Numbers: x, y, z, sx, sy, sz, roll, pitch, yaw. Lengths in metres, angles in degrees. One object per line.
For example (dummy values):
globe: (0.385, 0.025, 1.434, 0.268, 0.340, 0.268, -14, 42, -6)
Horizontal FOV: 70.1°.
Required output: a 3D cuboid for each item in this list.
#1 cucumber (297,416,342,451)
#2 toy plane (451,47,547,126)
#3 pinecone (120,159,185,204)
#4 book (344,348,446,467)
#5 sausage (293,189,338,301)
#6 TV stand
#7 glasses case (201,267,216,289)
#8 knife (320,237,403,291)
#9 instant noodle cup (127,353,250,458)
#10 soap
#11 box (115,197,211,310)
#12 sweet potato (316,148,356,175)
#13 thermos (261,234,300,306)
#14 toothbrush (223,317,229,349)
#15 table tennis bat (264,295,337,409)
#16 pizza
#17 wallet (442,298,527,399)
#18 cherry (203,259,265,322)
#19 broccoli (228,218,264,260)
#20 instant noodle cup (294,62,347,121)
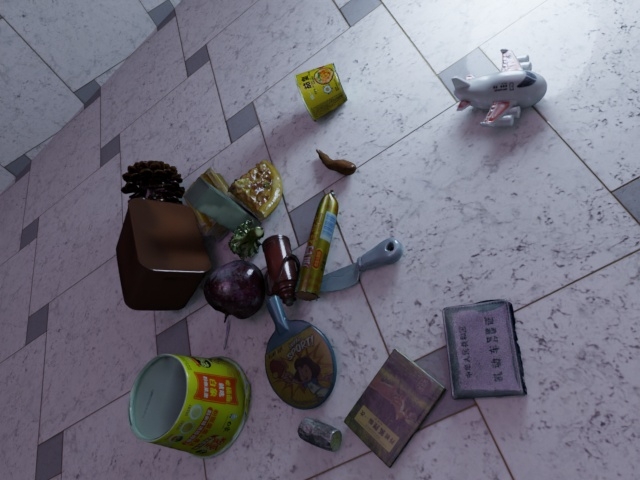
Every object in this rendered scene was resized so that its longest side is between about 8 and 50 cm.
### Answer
cucumber: (-0.002, 0.495, 1.162, 0.111, 0.064, 0.064, 12, 73, 33)
toy plane: (0.496, -0.423, 1.276, 0.251, 0.118, 0.253, -13, 62, 26)
pinecone: (-0.663, -0.180, 1.835, 0.246, 0.246, 0.292, -31, 64, 16)
book: (0.178, 0.404, 1.116, 0.160, 0.024, 0.228, 35, 87, 37)
sausage: (0.000, 0.000, 1.394, 0.082, 0.082, 0.372, -3, 61, 32)
TV stand: (-0.324, -0.103, 1.543, 0.088, 0.269, 0.083, -48, 51, 3)
glasses case: (-0.400, 0.139, 1.630, 0.032, 0.021, 0.083, 17, 76, 37)
knife: (0.093, 0.092, 1.327, 0.331, 0.044, 0.080, -30, 56, 24)
instant noodle cup: (-0.389, 0.466, 1.326, 0.311, 0.221, 0.312, -14, 60, 27)
soap: (-0.410, -0.143, 1.739, 0.173, 0.089, 0.274, -46, 50, 8)
box: (-0.569, 0.056, 1.609, 0.229, 0.239, 0.340, -55, 46, 31)
sweet potato: (0.047, -0.259, 1.529, 0.214, 0.050, 0.050, 32, 86, 46)
thermos: (-0.122, 0.102, 1.418, 0.124, 0.099, 0.232, -26, 54, 15)
toothbrush: (-0.306, 0.292, 1.496, 0.011, 0.013, 0.132, -15, 60, 38)
table tennis bat: (-0.075, 0.307, 1.280, 0.215, 0.044, 0.329, -34, 66, 17)
pizza: (-0.230, -0.190, 1.609, 0.196, 0.058, 0.293, 3, 52, -2)
wallet: (0.372, 0.249, 1.060, 0.167, 0.036, 0.222, -13, 61, 27)
cherry: (-0.266, 0.152, 1.441, 0.194, 0.195, 0.195, -15, 59, 26)
broccoli: (-0.230, -0.010, 1.493, 0.122, 0.118, 0.204, -39, 6, -28)
instant noodle cup: (0.009, -0.535, 1.623, 0.144, 0.182, 0.182, -22, 56, 11)
